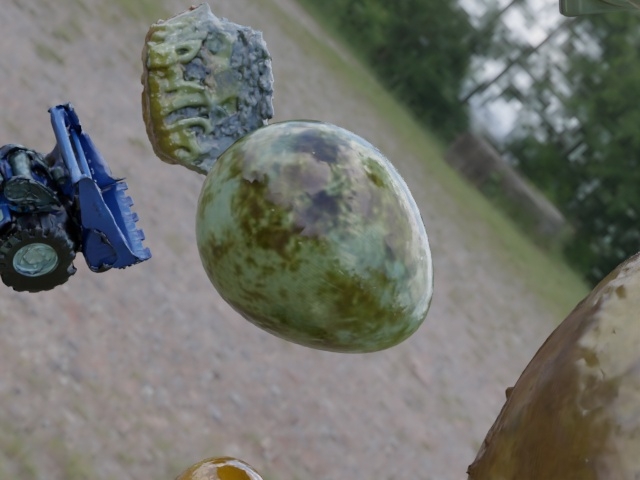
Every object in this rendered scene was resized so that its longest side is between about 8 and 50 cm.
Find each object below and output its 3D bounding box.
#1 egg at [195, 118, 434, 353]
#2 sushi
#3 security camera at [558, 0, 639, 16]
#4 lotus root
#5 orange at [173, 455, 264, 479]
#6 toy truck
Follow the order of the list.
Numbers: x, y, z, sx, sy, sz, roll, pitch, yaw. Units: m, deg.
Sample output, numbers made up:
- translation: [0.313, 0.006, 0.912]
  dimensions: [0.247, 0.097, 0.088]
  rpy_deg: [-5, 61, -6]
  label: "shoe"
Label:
- translation: [0.000, 0.000, 1.762]
  dimensions: [0.289, 0.238, 0.238]
  rpy_deg: [37, 9, -6]
  label: "egg"
- translation: [-0.164, -0.204, 2.308]
  dimensions: [0.139, 0.184, 0.274]
  rpy_deg: [-176, -97, -78]
  label: "sushi"
- translation: [0.380, -0.356, 1.859]
  dimensions: [0.277, 0.197, 0.191]
  rpy_deg: [-120, -155, -78]
  label: "security camera"
- translation: [0.152, 0.085, 0.629]
  dimensions: [0.188, 0.199, 0.180]
  rpy_deg: [13, 75, -61]
  label: "lotus root"
- translation: [-0.113, 0.313, 1.740]
  dimensions: [0.155, 0.134, 0.154]
  rpy_deg: [173, -90, -80]
  label: "orange"
- translation: [-0.247, -0.036, 1.303]
  dimensions: [0.208, 0.126, 0.113]
  rpy_deg: [-5, 40, -19]
  label: "toy truck"
